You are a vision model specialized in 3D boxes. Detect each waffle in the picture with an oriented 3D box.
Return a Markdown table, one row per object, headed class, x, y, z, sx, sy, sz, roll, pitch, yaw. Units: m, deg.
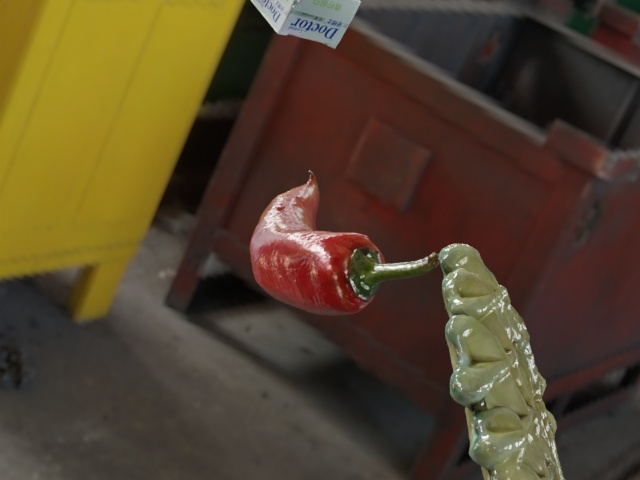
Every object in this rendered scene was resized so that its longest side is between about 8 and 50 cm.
| class | x | y | z | sx | sy | sz | roll | pitch | yaw |
| --- | --- | --- | --- | --- | --- | --- | --- | --- | --- |
| waffle | 0.164 | 0.171 | 1.412 | 0.056 | 0.309 | 0.292 | -16 | 44 | 10 |

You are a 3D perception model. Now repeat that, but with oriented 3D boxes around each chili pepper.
| class | x | y | z | sx | sy | sz | roll | pitch | yaw |
| --- | --- | --- | --- | --- | --- | --- | --- | --- | --- |
| chili pepper | -0.007 | 0.003 | 1.717 | 0.092 | 0.137 | 0.368 | 53 | -6 | -25 |

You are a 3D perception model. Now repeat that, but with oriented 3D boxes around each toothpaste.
| class | x | y | z | sx | sy | sz | roll | pitch | yaw |
| --- | --- | --- | --- | --- | --- | --- | --- | --- | --- |
| toothpaste | -0.074 | -0.324 | 1.824 | 0.081 | 0.067 | 0.336 | 8 | 33 | -38 |
